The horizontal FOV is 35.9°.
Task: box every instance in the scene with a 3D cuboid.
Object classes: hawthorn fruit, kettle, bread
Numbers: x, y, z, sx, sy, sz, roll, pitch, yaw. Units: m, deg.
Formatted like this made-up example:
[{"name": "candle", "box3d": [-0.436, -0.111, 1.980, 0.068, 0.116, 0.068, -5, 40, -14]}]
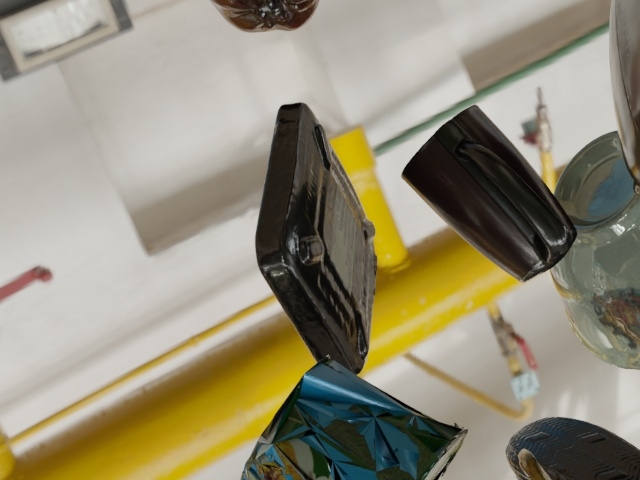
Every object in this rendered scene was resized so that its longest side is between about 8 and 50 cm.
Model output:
[{"name": "hawthorn fruit", "box3d": [-0.092, -0.439, 1.491, 0.208, 0.248, 0.208, -10, 149, -6]}, {"name": "kettle", "box3d": [0.241, -0.060, 1.319, 0.144, 0.232, 0.202, -42, 170, -11]}, {"name": "bread", "box3d": [0.286, 0.313, 1.256, 0.024, 0.110, 0.110, -37, -167, 2]}]

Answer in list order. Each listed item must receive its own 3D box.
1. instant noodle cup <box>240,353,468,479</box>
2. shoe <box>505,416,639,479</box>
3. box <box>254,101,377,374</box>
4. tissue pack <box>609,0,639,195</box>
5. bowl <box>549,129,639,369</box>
[{"name": "instant noodle cup", "box3d": [0.030, 0.258, 1.122, 0.240, 0.178, 0.240, -50, 163, -21]}, {"name": "shoe", "box3d": [0.496, 0.467, 1.709, 0.171, 0.237, 0.384, -32, -151, -25]}, {"name": "box", "box3d": [0.000, 0.000, 1.307, 0.073, 0.289, 0.290, -11, -135, 19]}, {"name": "tissue pack", "box3d": [0.504, -0.227, 1.239, 0.267, 0.277, 0.387, 6, -123, -1]}, {"name": "bowl", "box3d": [0.476, -0.040, 1.476, 0.435, 0.196, 0.434, -38, -146, 32]}]
